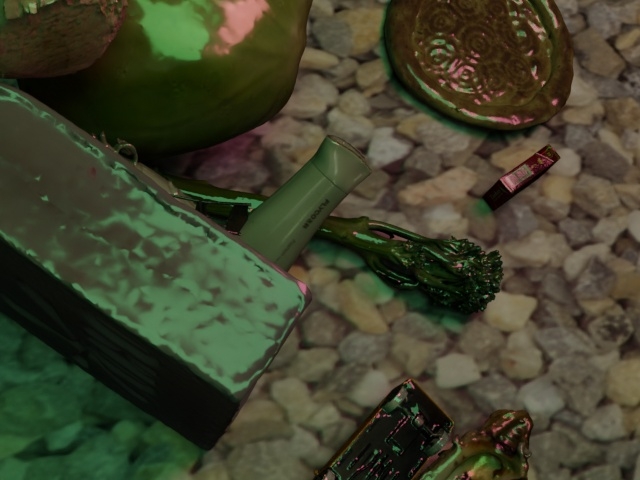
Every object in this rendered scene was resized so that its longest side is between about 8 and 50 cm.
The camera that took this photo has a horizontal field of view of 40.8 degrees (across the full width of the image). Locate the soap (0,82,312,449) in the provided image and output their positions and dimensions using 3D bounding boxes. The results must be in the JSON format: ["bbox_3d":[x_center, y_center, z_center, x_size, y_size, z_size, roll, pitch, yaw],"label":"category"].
[{"bbox_3d":[-0.166,0.038,0.707,0.285,0.296,0.107,34,66,4],"label":"soap"}]

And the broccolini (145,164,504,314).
[{"bbox_3d":[0.001,-0.006,0.880,0.392,0.074,0.079,14,67,-7],"label":"broccolini"}]

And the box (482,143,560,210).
[{"bbox_3d":[0.226,-0.071,0.968,0.082,0.051,0.023,-34,81,-22],"label":"box"}]

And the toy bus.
[{"bbox_3d":[0.048,0.210,0.809,0.069,0.074,0.162,47,65,-1],"label":"toy bus"}]

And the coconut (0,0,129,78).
[{"bbox_3d":[-0.225,-0.204,0.620,0.194,0.194,0.194,4,69,-11],"label":"coconut"}]

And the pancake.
[{"bbox_3d":[0.194,-0.241,1.038,0.250,0.031,0.250,4,70,-11],"label":"pancake"}]

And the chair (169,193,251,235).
[{"bbox_3d":[-0.100,-0.015,0.741,0.086,0.037,0.042,8,33,-21],"label":"chair"}]

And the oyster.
[{"bbox_3d":[0.111,0.286,0.774,0.128,0.078,0.345,22,50,23],"label":"oyster"}]

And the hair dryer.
[{"bbox_3d":[-0.095,-0.049,0.779,0.237,0.075,0.206,33,105,-34],"label":"hair dryer"}]

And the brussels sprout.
[{"bbox_3d":[-0.165,-0.218,0.834,0.328,0.247,0.328,8,55,-11],"label":"brussels sprout"}]
